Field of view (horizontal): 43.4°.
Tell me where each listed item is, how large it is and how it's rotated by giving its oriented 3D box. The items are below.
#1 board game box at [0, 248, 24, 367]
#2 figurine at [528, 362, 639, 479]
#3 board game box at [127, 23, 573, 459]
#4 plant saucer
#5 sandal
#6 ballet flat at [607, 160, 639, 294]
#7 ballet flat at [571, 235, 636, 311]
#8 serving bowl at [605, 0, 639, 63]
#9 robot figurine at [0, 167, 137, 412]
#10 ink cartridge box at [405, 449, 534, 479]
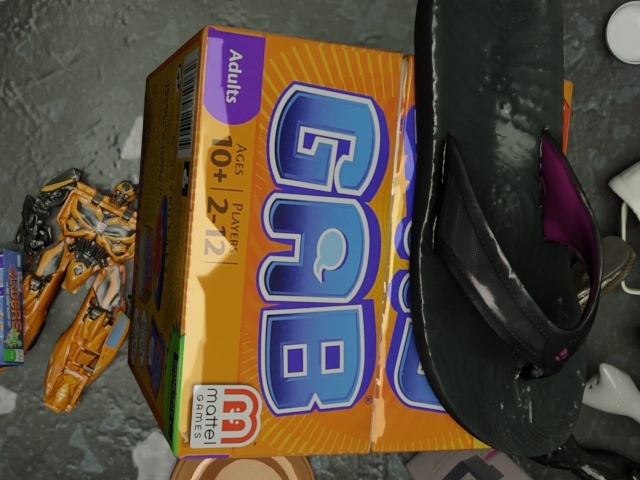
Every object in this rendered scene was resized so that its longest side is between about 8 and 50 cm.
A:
[{"bbox_3d":[-0.451,0.093,0.968,0.201,0.035,0.136,-9,77,18],"label":"board game box"},{"bbox_3d":[0.396,0.263,1.059,0.209,0.092,0.215,28,126,-1],"label":"figurine"},{"bbox_3d":[0.000,0.000,0.867,0.356,0.356,0.357,3,94,-20],"label":"board game box"},{"bbox_3d":[-0.100,0.339,1.053,0.199,0.037,0.200,2,82,-12],"label":"plant saucer"},{"bbox_3d":[0.159,-0.020,0.675,0.167,0.107,0.446,-10,98,-19],"label":"sandal"},{"bbox_3d":[0.481,0.079,1.085,0.139,0.139,0.401,-16,91,-5],"label":"ballet flat"},{"bbox_3d":[0.310,0.086,1.072,0.249,0.084,0.058,-38,136,10],"label":"ballet flat"},{"bbox_3d":[0.423,-0.280,1.092,0.083,0.027,0.084,0,93,-6],"label":"serving bowl"},{"bbox_3d":[-0.307,0.056,1.010,0.211,0.085,0.291,27,91,-8],"label":"robot figurine"},{"bbox_3d":[0.238,0.359,0.950,0.119,0.353,0.207,-40,97,-2],"label":"ink cartridge box"}]
